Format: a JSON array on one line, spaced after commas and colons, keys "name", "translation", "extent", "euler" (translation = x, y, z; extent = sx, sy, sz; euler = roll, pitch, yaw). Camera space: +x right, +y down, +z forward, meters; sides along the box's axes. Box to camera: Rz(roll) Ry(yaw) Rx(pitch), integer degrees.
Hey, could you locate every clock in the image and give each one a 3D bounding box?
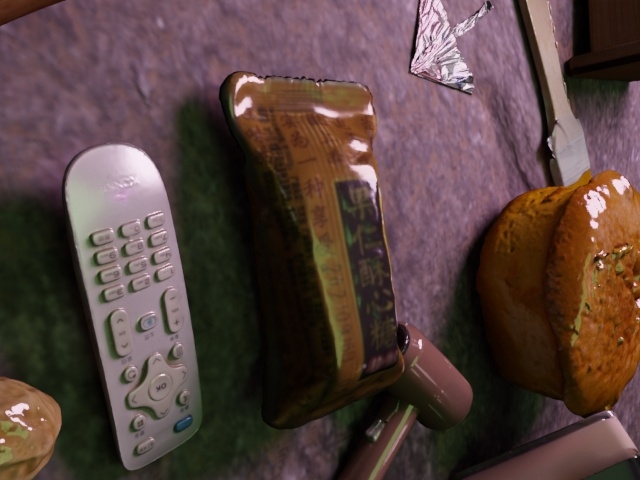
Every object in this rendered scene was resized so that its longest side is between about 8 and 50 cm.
[{"name": "clock", "translation": [0.253, 0.281, 0.747], "extent": [0.192, 0.071, 0.147], "euler": [-28, 119, 11]}]

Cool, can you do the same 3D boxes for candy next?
[{"name": "candy", "translation": [0.000, 0.000, 0.564], "extent": [0.143, 0.101, 0.271], "euler": [-10, 93, -35]}]

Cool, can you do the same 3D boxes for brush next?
[{"name": "brush", "translation": [0.281, -0.177, 0.853], "extent": [0.085, 0.020, 0.337], "euler": [-32, 112, -36]}]

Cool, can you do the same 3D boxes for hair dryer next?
[{"name": "hair dryer", "translation": [0.060, 0.175, 0.652], "extent": [0.117, 0.064, 0.182], "euler": [45, 69, -33]}]

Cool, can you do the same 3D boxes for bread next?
[{"name": "bread", "translation": [0.284, 0.056, 0.789], "extent": [0.268, 0.145, 0.268], "euler": [-7, 100, -44]}]

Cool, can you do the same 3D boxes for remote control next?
[{"name": "remote control", "translation": [-0.131, 0.046, 0.483], "extent": [0.073, 0.044, 0.229], "euler": [-26, 118, -44]}]

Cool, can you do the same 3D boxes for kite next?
[{"name": "kite", "translation": [0.136, -0.212, 0.730], "extent": [0.156, 0.011, 0.139], "euler": [-42, 121, -31]}]

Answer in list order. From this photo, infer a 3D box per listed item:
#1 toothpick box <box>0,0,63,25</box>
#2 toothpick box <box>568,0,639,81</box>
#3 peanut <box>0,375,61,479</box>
[{"name": "toothpick box", "translation": [-0.203, -0.137, 0.318], "extent": [0.294, 0.192, 0.192], "euler": [-52, 124, -33]}, {"name": "toothpick box", "translation": [0.425, -0.367, 0.871], "extent": [0.190, 0.187, 0.308], "euler": [-6, 93, -41]}, {"name": "peanut", "translation": [-0.229, 0.124, 0.367], "extent": [0.194, 0.093, 0.083], "euler": [-21, 92, -37]}]
